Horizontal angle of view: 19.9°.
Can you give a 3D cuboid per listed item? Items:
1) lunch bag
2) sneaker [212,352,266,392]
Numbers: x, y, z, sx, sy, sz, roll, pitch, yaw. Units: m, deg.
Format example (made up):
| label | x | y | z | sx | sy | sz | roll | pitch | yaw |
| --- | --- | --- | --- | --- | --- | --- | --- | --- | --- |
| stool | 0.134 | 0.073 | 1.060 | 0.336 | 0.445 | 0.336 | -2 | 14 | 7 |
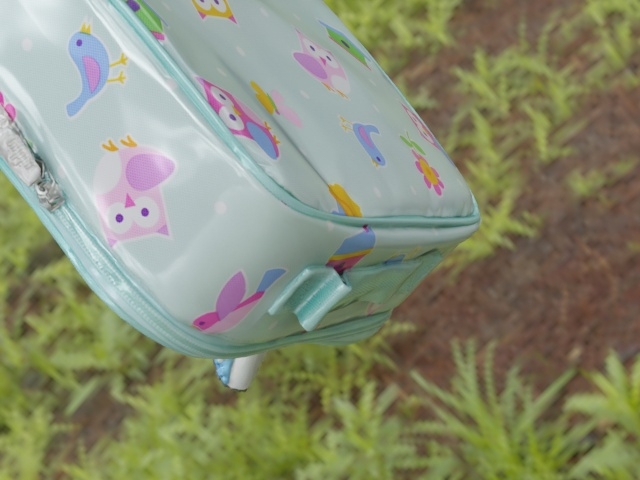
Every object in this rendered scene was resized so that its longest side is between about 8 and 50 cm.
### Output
| label | x | y | z | sx | sy | sz | roll | pitch | yaw |
| --- | --- | --- | --- | --- | --- | --- | --- | --- | --- |
| lunch bag | -0.047 | -0.048 | 0.836 | 0.108 | 0.279 | 0.224 | -42 | 75 | 20 |
| sneaker | 0.000 | 0.000 | 1.008 | 0.071 | 0.083 | 0.191 | -165 | 97 | -80 |
